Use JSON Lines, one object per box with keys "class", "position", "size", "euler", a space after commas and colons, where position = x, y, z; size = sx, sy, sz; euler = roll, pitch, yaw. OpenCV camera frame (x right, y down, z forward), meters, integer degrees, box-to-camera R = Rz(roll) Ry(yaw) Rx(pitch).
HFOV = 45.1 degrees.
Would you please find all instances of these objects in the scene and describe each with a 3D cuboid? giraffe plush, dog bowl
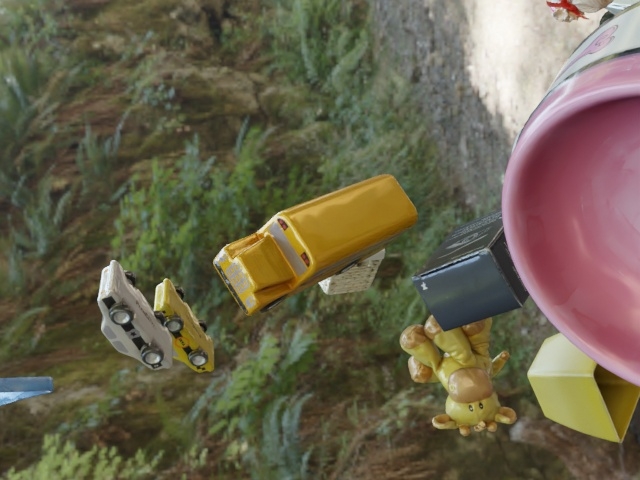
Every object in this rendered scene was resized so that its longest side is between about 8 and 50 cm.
{"class": "giraffe plush", "position": [0.243, 0.241, 1.314], "size": [0.210, 0.181, 0.170], "euler": [51, -159, -29]}
{"class": "dog bowl", "position": [0.357, -0.020, 0.734], "size": [0.408, 0.150, 0.407], "euler": [30, 138, 31]}

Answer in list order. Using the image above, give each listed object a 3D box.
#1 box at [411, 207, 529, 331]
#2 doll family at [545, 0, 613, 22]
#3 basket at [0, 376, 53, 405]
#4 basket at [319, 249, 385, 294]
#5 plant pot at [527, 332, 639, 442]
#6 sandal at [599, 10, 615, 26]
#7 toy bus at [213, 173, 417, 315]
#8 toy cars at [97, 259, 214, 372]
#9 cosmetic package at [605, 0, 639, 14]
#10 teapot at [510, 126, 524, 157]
{"class": "box", "position": [0.269, 0.038, 1.253], "size": [0.108, 0.153, 0.207], "euler": [58, -139, -8]}
{"class": "doll family", "position": [0.208, -0.290, 0.604], "size": [0.263, 0.118, 0.163], "euler": [112, 150, -47]}
{"class": "basket", "position": [-0.628, 0.260, 1.265], "size": [0.289, 0.255, 0.201], "euler": [6, -113, -55]}
{"class": "basket", "position": [0.034, 0.018, 1.522], "size": [0.167, 0.113, 0.103], "euler": [55, 141, 45]}
{"class": "plant pot", "position": [0.624, 0.330, 1.844], "size": [0.212, 0.187, 0.212], "euler": [-46, -63, -40]}
{"class": "sandal", "position": [0.667, -0.339, 1.368], "size": [0.107, 0.167, 0.445], "euler": [36, -167, -46]}
{"class": "toy bus", "position": [0.000, 0.000, 1.194], "size": [0.130, 0.333, 0.108], "euler": [-40, 78, 43]}
{"class": "toy cars", "position": [-0.292, 0.150, 1.330], "size": [0.394, 0.087, 0.176], "euler": [43, -155, -74]}
{"class": "cosmetic package", "position": [0.562, -0.360, 1.121], "size": [0.113, 0.310, 0.160], "euler": [35, 110, 53]}
{"class": "teapot", "position": [0.558, -0.154, 1.829], "size": [0.252, 0.187, 0.256], "euler": [93, -179, -45]}
